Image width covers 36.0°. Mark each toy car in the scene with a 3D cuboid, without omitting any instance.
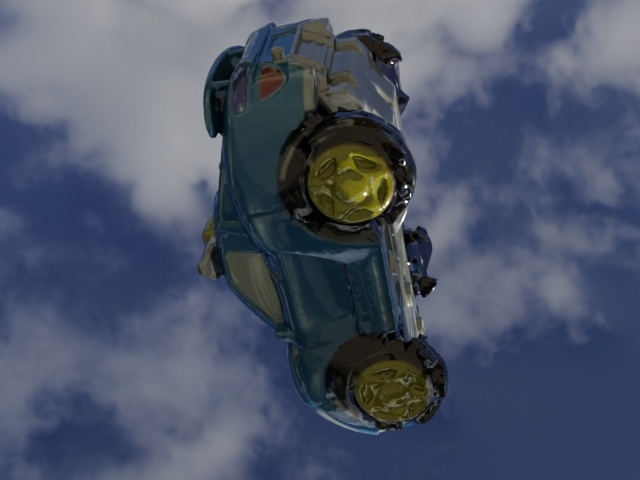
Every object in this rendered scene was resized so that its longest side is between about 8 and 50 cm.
[{"bbox_3d":[0.000,0.000,0.707,0.166,0.314,0.198,-7,-149,11],"label":"toy car"}]
